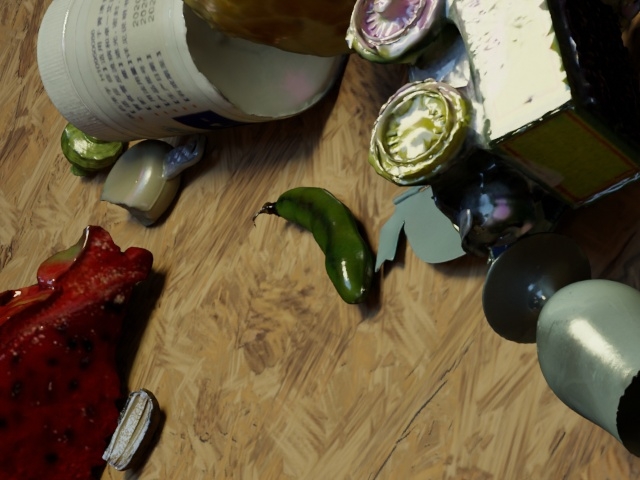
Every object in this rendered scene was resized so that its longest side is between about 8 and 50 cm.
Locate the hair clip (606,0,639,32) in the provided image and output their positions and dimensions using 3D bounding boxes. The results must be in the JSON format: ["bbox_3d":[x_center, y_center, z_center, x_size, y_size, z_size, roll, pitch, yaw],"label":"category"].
[{"bbox_3d":[0.244,-0.201,1.486,0.116,0.049,0.172,-44,24,10],"label":"hair clip"}]

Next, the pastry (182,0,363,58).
[{"bbox_3d":[0.008,-0.337,1.625,0.388,0.389,0.312,-65,10,0],"label":"pastry"}]

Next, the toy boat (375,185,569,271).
[{"bbox_3d":[0.116,-0.051,1.562,0.291,0.067,0.220,-29,45,51],"label":"toy boat"}]

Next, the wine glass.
[{"bbox_3d":[0.189,0.070,1.313,0.093,0.093,0.202,-59,30,11],"label":"wine glass"}]

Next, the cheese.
[{"bbox_3d":[-0.175,-0.066,2.063,0.171,0.048,0.092,-3,66,58],"label":"cheese"}]

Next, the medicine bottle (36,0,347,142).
[{"bbox_3d":[-0.137,-0.201,1.950,0.332,0.190,0.190,-2,66,57],"label":"medicine bottle"}]

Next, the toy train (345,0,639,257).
[{"bbox_3d":[0.126,-0.120,1.393,0.177,0.134,0.260,-28,53,27],"label":"toy train"}]

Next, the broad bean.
[{"bbox_3d":[0.003,-0.005,1.734,0.069,0.039,0.227,-56,28,3],"label":"broad bean"}]

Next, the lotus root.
[{"bbox_3d":[-0.178,0.186,1.894,0.037,0.030,0.083,28,97,30],"label":"lotus root"}]

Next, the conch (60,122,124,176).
[{"bbox_3d":[-0.260,-0.115,2.243,0.089,0.074,0.121,-50,-1,-30],"label":"conch"}]

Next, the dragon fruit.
[{"bbox_3d":[-0.339,0.121,2.010,0.286,0.228,0.329,13,81,62],"label":"dragon fruit"}]
